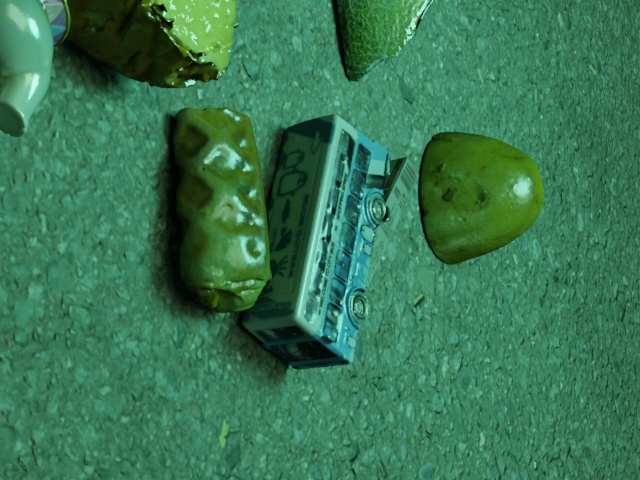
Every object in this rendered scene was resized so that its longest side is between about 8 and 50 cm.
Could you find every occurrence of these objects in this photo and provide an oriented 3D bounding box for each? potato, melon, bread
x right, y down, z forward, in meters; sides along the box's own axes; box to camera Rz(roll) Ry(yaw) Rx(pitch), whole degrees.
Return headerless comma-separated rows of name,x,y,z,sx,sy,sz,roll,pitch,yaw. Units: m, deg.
potato,0.256,-0.074,1.729,0.178,0.158,0.203,45,46,-40
melon,0.070,-0.325,1.602,0.139,0.093,0.202,38,82,-11
bread,-0.202,-0.271,1.178,0.260,0.147,0.160,45,41,-47
bread,-0.104,-0.034,1.310,0.128,0.088,0.232,20,63,-58

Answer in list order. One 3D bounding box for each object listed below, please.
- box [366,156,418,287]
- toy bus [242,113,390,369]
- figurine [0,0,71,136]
box,0.071,-0.025,1.555,0.039,0.055,0.218,54,45,-30
toy bus,0.000,0.000,1.421,0.131,0.106,0.297,37,54,-41
figurine,-0.334,-0.148,0.986,0.189,0.142,0.263,39,48,-1
